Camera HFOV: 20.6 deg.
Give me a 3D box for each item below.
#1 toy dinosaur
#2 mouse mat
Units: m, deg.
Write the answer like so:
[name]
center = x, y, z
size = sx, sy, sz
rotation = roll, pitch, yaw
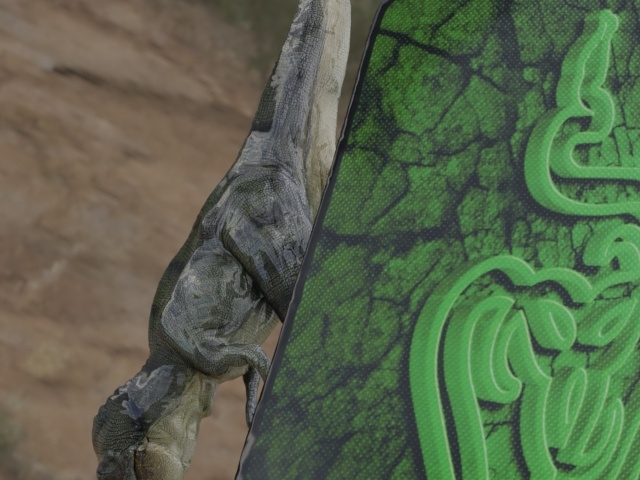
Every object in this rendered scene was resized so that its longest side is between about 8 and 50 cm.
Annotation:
[toy dinosaur]
center = 0.000, 0.000, 0.692
size = 0.118, 0.268, 0.064
rotation = 20, -10, 4
[mouse mat]
center = 0.066, 0.001, 0.485
size = 0.152, 0.190, 0.007
rotation = 3, -30, 23
